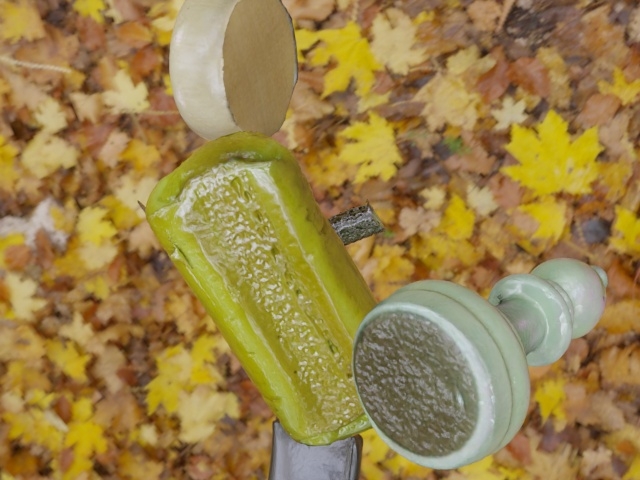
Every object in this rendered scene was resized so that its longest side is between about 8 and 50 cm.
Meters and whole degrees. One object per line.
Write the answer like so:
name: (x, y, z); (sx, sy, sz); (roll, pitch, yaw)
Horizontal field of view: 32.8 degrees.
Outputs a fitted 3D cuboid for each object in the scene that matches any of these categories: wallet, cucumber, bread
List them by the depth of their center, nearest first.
bread: (-0.036, 0.054, 1.155); (0.166, 0.112, 0.383); (-25, 120, 9)
wallet: (-0.017, 0.379, 1.576); (0.149, 0.044, 0.250); (6, 83, 27)
cucumber: (0.001, -0.002, 1.840); (0.245, 0.067, 0.067); (-23, 99, 29)

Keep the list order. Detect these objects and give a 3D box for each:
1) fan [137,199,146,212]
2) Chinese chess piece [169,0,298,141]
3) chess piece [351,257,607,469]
fan: (-0.241, 0.028, 1.899); (0.008, 0.152, 0.226); (-38, 123, -1)
Chinese chess piece: (-0.127, -0.269, 1.640); (0.103, 0.250, 0.249); (5, 113, 25)
chess piece: (0.156, 0.068, 0.871); (0.139, 0.272, 0.139); (18, 118, 37)
